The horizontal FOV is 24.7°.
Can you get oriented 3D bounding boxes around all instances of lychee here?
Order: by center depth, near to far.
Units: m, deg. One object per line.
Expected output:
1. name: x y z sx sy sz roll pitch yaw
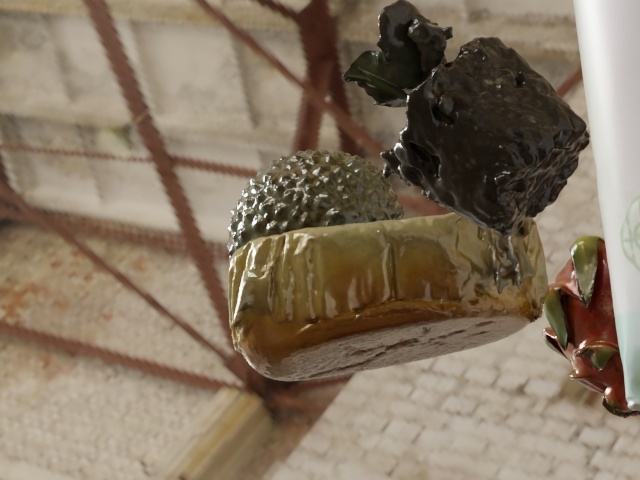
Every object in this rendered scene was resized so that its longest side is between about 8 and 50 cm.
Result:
1. lychee: 0.000 0.000 2.004 0.255 0.255 0.274 49 -17 -11

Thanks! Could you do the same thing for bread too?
1. bread: 0.082 0.067 1.783 0.236 0.389 0.183 81 3 -85

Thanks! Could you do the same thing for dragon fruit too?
1. dragon fruit: 0.405 0.113 1.956 0.224 0.224 0.227 96 -22 -49

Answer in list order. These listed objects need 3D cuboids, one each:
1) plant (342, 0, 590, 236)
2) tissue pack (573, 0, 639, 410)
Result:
1. plant: 0.115 -0.104 1.215 0.203 0.131 0.142 41 -34 32
2. tissue pack: 0.240 -0.122 0.552 0.266 0.194 0.356 -16 -104 50
